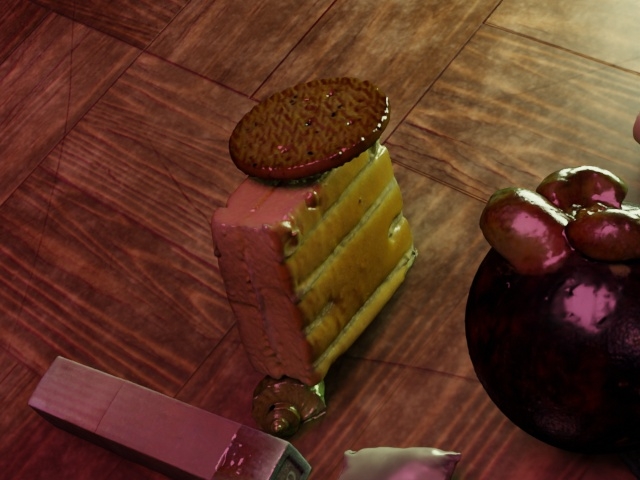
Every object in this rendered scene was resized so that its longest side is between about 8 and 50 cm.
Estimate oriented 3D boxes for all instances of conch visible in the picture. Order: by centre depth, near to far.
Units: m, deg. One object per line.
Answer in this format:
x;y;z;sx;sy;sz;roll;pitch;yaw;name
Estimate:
-0.034;0.185;1.496;0.089;0.074;0.121;6;36;10;conch

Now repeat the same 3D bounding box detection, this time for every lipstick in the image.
0.332;0.234;1.297;0.037;0.037;0.116;-35;45;-2;lipstick
-0.188;0.231;1.516;0.371;0.076;0.079;16;66;33;lipstick

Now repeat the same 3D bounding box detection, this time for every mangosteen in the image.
0.277;0.070;1.281;0.288;0.288;0.288;-13;52;17;mangosteen

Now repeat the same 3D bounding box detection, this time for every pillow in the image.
0.056;0.331;1.325;0.144;0.078;0.254;2;57;27;pillow

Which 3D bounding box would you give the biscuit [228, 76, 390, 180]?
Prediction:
-0.012;-0.123;1.410;0.188;0.027;0.188;-13;35;9;biscuit

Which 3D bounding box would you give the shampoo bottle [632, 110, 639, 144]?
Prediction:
0.475;-0.088;1.438;0.127;0.078;0.257;-43;51;-10;shampoo bottle

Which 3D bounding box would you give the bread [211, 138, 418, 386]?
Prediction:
0.000;0.000;1.462;0.111;0.239;0.246;15;45;33;bread
